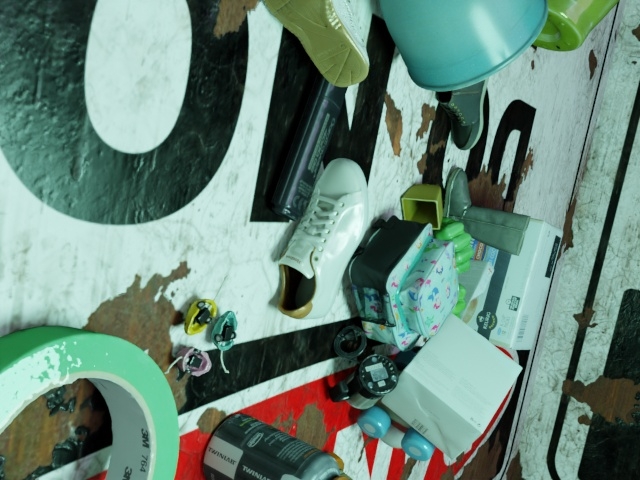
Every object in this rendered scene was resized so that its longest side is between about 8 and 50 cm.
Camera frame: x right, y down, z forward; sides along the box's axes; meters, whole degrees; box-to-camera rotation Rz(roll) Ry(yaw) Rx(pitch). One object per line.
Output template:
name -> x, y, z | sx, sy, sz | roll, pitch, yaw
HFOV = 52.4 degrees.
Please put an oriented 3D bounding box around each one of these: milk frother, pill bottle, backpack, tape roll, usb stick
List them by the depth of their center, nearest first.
tape roll -> -0.300, 0.260, 0.729 | 0.321, 0.077, 0.321 | -10, 102, -55
pill bottle -> -0.059, 0.381, 1.043 | 0.130, 0.245, 0.131 | -28, 126, -49
usb stick -> -0.013, -0.169, 1.070 | 0.077, 0.045, 0.278 | 31, 77, -64
milk frother -> 0.080, 0.266, 1.362 | 0.135, 0.129, 0.143 | 119, -26, -60
backpack -> 0.179, 0.102, 1.363 | 0.225, 0.191, 0.254 | -49, 145, -36

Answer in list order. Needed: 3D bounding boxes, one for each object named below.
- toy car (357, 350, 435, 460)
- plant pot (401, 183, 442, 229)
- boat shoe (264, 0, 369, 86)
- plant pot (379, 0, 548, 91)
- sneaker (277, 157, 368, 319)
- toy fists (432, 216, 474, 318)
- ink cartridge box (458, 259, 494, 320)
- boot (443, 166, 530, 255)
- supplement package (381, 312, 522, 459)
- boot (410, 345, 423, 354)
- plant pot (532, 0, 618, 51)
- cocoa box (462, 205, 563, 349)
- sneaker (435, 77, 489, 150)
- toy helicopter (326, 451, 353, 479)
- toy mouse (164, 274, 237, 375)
toy car -> 0.209, 0.430, 1.544 | 0.219, 0.210, 0.238 | -50, 153, -39
plant pot -> 0.235, -0.084, 1.462 | 0.083, 0.081, 0.081 | -60, 147, -43
boat shoe -> -0.012, -0.356, 0.958 | 0.277, 0.098, 0.096 | 53, 33, -42
plant pot -> 0.214, -0.447, 1.123 | 0.255, 0.271, 0.272 | 47, 63, -37
sneaker -> 0.000, 0.000, 1.102 | 0.123, 0.105, 0.290 | 3, 102, -60
toy fists -> 0.276, 0.081, 1.531 | 0.096, 0.142, 0.279 | -15, 115, -54
ink cartridge box -> 0.339, 0.127, 1.641 | 0.045, 0.145, 0.179 | 45, 64, -38
boot -> 0.412, -0.074, 1.611 | 0.076, 0.208, 0.190 | -20, 119, -53
supplement package -> 0.278, 0.307, 1.387 | 0.203, 0.194, 0.149 | -40, 163, -39
boot -> 0.275, 0.352, 1.711 | 0.246, 0.083, 0.161 | -9, 105, -57
plant pot -> 0.599, -0.664, 1.559 | 0.366, 0.366, 0.353 | 26, 93, -58
cocoa box -> 0.488, 0.101, 1.785 | 0.231, 0.227, 0.347 | 13, 92, -58
sneaker -> 0.312, -0.299, 1.504 | 0.118, 0.083, 0.222 | -25, 132, -28
toy helicopter -> -0.053, 0.589, 1.292 | 0.355, 0.140, 0.235 | -4, 115, -46
toy mouse -> -0.171, 0.152, 0.973 | 0.161, 0.031, 0.143 | -53, 142, -30
